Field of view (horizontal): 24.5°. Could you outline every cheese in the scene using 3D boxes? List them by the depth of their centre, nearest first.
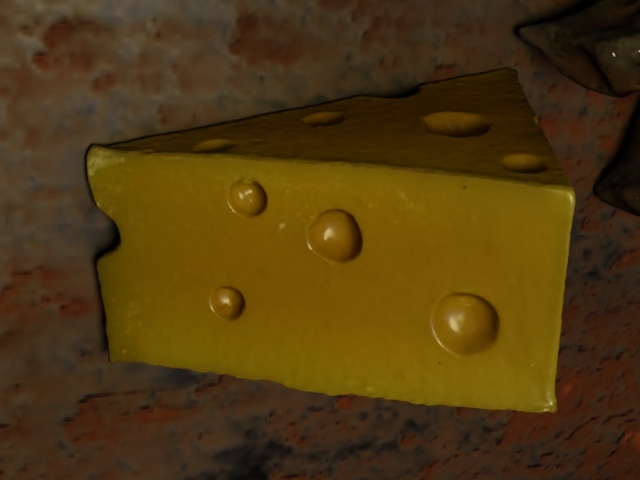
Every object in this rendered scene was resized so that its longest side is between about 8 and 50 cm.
[{"bbox_3d":[0.000,0.000,0.563,0.171,0.126,0.093,-4,117,-2],"label":"cheese"}]

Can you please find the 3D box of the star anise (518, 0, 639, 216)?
[{"bbox_3d":[0.212,-0.099,0.596,0.236,0.109,0.223,-37,121,-3],"label":"star anise"}]
